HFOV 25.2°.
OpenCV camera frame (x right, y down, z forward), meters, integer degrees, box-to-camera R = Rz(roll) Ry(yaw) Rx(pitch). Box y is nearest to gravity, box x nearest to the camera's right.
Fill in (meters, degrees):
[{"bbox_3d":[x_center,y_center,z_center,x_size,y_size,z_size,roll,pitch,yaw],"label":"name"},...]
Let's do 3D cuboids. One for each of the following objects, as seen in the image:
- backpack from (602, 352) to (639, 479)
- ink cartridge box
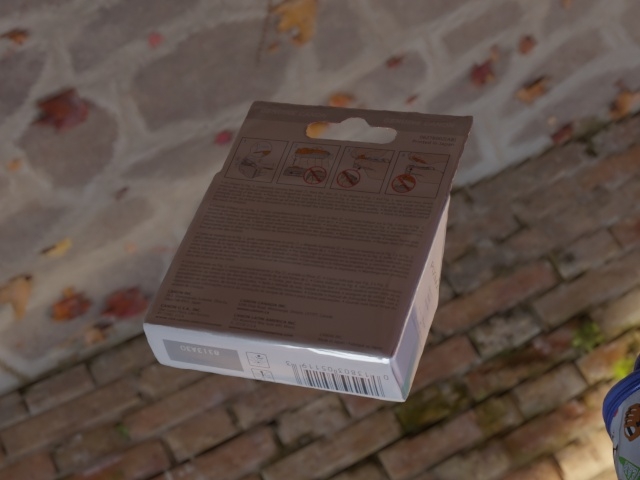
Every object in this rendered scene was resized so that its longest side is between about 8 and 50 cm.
[{"bbox_3d":[0.358,0.167,1.140,0.277,0.213,0.263,-30,142,22],"label":"backpack"},{"bbox_3d":[0.000,0.000,1.011,0.181,0.224,0.056,7,139,20],"label":"ink cartridge box"}]
